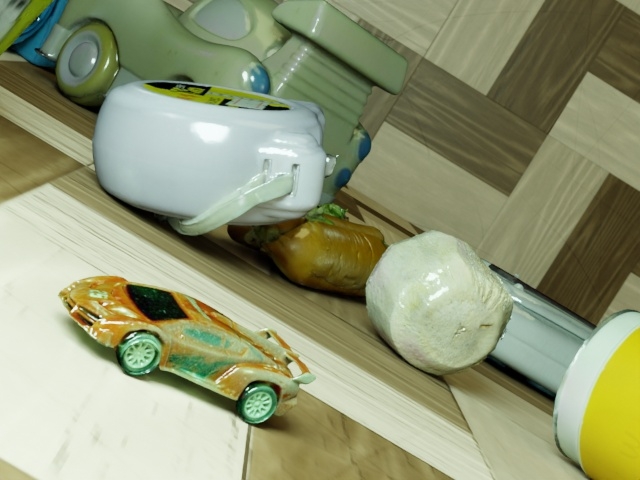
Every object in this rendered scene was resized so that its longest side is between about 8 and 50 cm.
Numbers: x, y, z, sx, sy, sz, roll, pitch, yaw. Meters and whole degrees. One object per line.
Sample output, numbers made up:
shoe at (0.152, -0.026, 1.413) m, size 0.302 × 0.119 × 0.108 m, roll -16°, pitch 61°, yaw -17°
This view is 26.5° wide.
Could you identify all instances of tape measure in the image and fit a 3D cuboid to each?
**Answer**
tape measure at (-0.082, -0.060, 1.026) m, size 0.178 × 0.105 × 0.196 m, roll 10°, pitch 14°, yaw 3°

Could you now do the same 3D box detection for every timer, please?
timer at (0.228, 0.100, 1.460) m, size 0.262 × 0.087 × 0.237 m, roll 30°, pitch 5°, yaw -18°

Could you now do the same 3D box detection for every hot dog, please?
hot dog at (0.000, 0.000, 1.194) m, size 0.100 × 0.068 × 0.249 m, roll 35°, pitch 6°, yaw 20°

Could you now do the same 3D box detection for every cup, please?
cup at (0.316, 0.158, 0.975) m, size 0.280 × 0.196 × 0.196 m, roll 26°, pitch 1°, yaw 40°

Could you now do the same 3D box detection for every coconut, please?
coconut at (0.092, 0.047, 1.088) m, size 0.110 × 0.110 × 0.124 m, roll 29°, pitch 12°, yaw -25°

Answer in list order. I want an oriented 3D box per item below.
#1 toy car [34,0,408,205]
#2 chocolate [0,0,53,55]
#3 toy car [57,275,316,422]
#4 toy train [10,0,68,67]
toy car at (-0.106, -0.185, 1.448) m, size 0.336 × 0.226 × 0.242 m, roll 38°, pitch 8°, yaw 40°
chocolate at (-0.345, -0.210, 0.827) m, size 0.289 × 0.137 × 0.301 m, roll 32°, pitch 7°, yaw 10°
toy car at (-0.062, 0.044, 0.614) m, size 0.122 × 0.035 × 0.059 m, roll 30°, pitch 9°, yaw -35°
toy train at (-0.309, -0.363, 1.549) m, size 0.188 × 0.300 × 0.265 m, roll 34°, pitch 17°, yaw 23°
